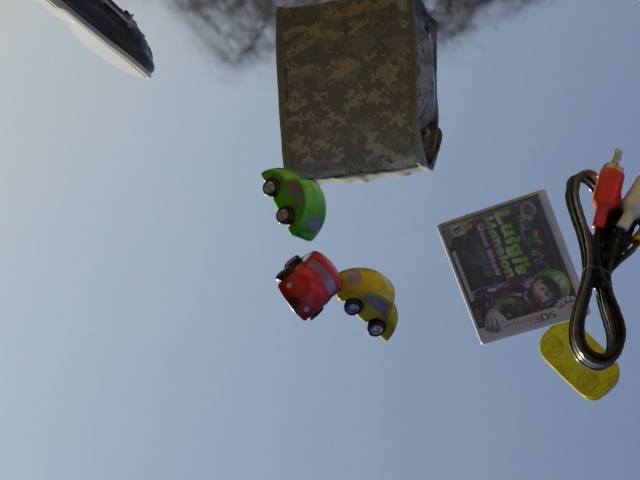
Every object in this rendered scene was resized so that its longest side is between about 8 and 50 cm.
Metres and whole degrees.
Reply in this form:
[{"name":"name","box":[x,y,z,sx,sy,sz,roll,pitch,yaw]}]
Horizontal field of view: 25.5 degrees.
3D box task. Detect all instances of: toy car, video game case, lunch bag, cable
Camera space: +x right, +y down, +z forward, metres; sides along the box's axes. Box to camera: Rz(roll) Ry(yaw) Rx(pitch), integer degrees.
[{"name":"toy car","box":[0.000,0.000,1.608,0.053,0.239,0.225,-36,-116,19]},{"name":"video game case","box":[0.276,0.041,2.032,0.173,0.190,0.022,-19,-176,29]},{"name":"lunch bag","box":[0.061,-0.221,2.194,0.235,0.169,0.287,-5,-105,18]},{"name":"cable","box":[0.347,0.012,1.716,0.287,0.139,0.072,-65,-175,-32]}]

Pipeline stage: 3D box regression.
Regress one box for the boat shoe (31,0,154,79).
[{"name":"boat shoe","box":[-0.335,-0.347,2.086,0.112,0.335,0.095,22,-99,36]}]

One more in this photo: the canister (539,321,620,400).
[{"name":"canister","box":[0.398,0.185,2.151,0.073,0.126,0.170,-46,165,4]}]
